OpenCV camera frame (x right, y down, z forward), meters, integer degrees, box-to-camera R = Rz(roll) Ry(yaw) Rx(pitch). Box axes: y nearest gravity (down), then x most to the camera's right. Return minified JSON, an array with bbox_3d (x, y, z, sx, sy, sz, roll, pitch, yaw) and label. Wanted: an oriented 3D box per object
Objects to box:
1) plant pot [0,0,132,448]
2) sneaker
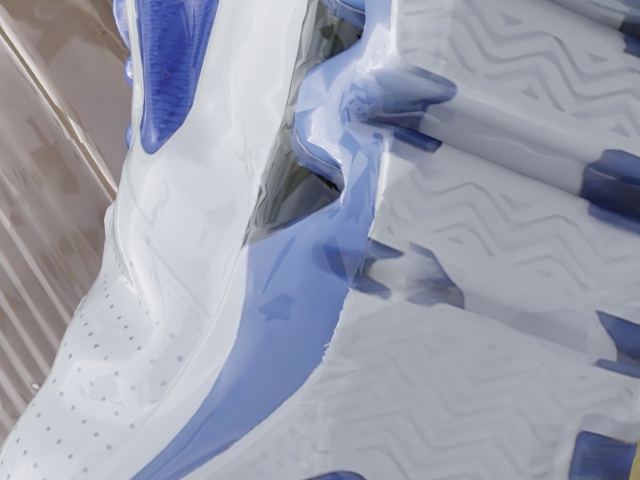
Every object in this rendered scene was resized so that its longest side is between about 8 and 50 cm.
[{"bbox_3d":[-0.079,0.019,0.634,0.237,0.110,0.237,57,173,10],"label":"plant pot"},{"bbox_3d":[0.000,-0.001,0.461,0.315,0.127,0.182,-62,24,9],"label":"sneaker"}]
